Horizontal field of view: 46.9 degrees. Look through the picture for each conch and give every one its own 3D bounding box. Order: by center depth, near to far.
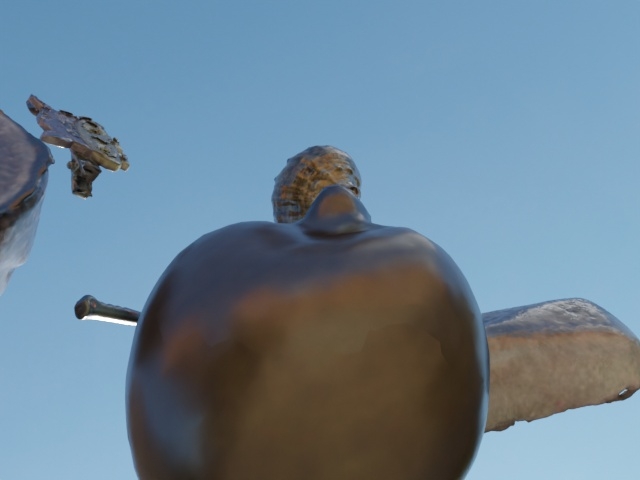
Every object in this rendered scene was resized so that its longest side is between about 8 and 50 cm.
[{"bbox_3d":[-0.016,-0.091,1.419,0.210,0.291,0.159,-40,-82,-1],"label":"conch"}]

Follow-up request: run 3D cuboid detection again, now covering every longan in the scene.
[{"bbox_3d":[-0.012,0.100,0.552,0.300,0.300,0.243,-50,-44,-2],"label":"longan"}]

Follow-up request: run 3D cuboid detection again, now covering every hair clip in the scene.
[{"bbox_3d":[-0.344,-0.136,1.063,0.146,0.187,0.056,24,-61,-39],"label":"hair clip"}]

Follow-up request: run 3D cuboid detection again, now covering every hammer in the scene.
[{"bbox_3d":[-0.292,0.127,1.194,0.033,0.111,0.288,-27,-23,16],"label":"hammer"}]

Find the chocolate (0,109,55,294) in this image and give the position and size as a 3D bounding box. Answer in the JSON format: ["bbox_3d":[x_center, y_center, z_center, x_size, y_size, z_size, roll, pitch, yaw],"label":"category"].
[{"bbox_3d":[-0.454,-0.012,0.788,0.304,0.303,0.212,-1,-52,-27],"label":"chocolate"}]

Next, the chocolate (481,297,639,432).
[{"bbox_3d":[0.235,0.137,0.900,0.304,0.185,0.100,-11,-75,-5],"label":"chocolate"}]
